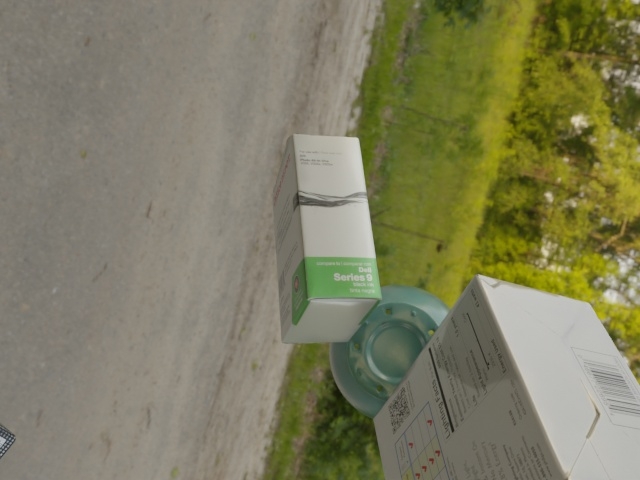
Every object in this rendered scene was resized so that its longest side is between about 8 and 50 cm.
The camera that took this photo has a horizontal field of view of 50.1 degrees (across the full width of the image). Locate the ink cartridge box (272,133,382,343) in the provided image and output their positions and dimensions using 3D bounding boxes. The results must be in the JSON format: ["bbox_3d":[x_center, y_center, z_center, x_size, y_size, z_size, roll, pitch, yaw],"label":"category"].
[{"bbox_3d":[0.000,0.000,1.124,0.211,0.121,0.289,116,-29,-61],"label":"ink cartridge box"}]

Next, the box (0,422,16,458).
[{"bbox_3d":[-0.424,0.220,0.576,0.270,0.216,0.060,-53,145,-21],"label":"box"}]

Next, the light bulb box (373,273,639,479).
[{"bbox_3d":[0.276,0.311,1.003,0.358,0.225,0.361,-99,-150,-51],"label":"light bulb box"}]

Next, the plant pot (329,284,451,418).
[{"bbox_3d":[0.151,0.218,1.335,0.235,0.293,0.293,58,49,-78],"label":"plant pot"}]
